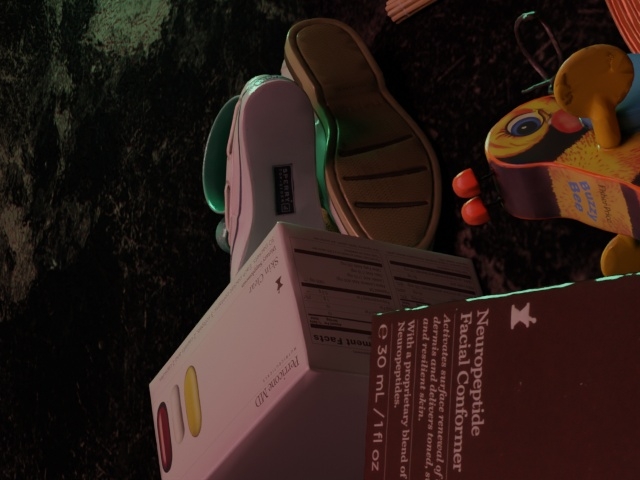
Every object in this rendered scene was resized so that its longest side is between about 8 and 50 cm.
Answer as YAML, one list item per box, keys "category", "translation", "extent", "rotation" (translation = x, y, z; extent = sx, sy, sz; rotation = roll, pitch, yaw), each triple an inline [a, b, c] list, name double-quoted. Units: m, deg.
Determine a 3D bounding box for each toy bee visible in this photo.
- category: "toy bee"
  translation: [0.186, -0.046, 0.929]
  extent: [0.195, 0.162, 0.298]
  rotation: [59, 165, -16]

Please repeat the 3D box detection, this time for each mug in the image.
- category: "mug"
  translation: [-0.062, -0.075, 1.431]
  extent: [0.158, 0.097, 0.129]
  rotation: [-59, 36, 32]

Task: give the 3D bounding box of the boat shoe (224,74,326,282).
- category: "boat shoe"
  translation: [-0.043, -0.027, 1.231]
  extent: [0.084, 0.095, 0.258]
  rotation: [-138, 51, -71]

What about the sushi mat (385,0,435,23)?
- category: "sushi mat"
  translation: [0.157, -0.321, 1.211]
  extent: [0.316, 0.019, 0.151]
  rotation: [-21, 62, 57]

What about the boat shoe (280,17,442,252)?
- category: "boat shoe"
  translation: [0.036, -0.077, 1.272]
  extent: [0.103, 0.113, 0.302]
  rotation: [103, 156, -50]

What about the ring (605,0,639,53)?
- category: "ring"
  translation: [0.293, -0.220, 0.829]
  extent: [0.336, 0.032, 0.336]
  rotation: [33, 131, 47]

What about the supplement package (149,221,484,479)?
- category: "supplement package"
  translation: [-0.001, 0.131, 1.153]
  extent: [0.262, 0.204, 0.145]
  rotation: [-51, 41, 40]

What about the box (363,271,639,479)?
- category: "box"
  translation: [0.194, 0.130, 0.846]
  extent: [0.381, 0.143, 0.191]
  rotation: [-14, 67, 50]

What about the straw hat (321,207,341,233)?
- category: "straw hat"
  translation: [0.000, 0.000, 1.332]
  extent: [0.061, 0.144, 0.144]
  rotation: [-43, 20, -22]
